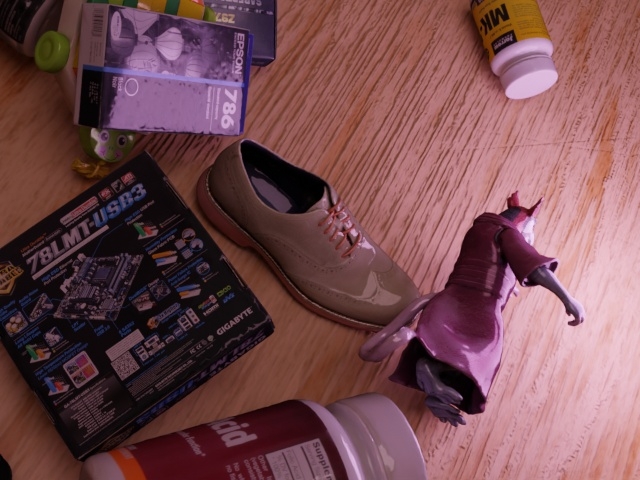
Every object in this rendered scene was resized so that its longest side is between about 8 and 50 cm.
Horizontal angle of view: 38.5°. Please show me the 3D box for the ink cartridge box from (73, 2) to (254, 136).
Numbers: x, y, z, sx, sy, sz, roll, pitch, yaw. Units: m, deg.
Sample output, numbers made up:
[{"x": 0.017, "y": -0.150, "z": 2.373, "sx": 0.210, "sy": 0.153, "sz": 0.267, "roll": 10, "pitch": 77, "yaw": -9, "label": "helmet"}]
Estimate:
[{"x": -0.196, "y": -0.235, "z": 1.315, "sx": 0.332, "sy": 0.065, "sz": 0.166, "roll": -7, "pitch": 106, "yaw": -52, "label": "ink cartridge box"}]

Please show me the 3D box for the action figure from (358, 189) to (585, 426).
[{"x": 0.221, "y": 0.075, "z": 1.361, "sx": 0.275, "sy": 0.248, "sz": 0.370, "roll": 28, "pitch": 71, "yaw": -14, "label": "action figure"}]

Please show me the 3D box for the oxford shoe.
[{"x": 0.000, "y": 0.000, "z": 1.355, "sx": 0.397, "sy": 0.146, "sz": 0.140, "roll": 34, "pitch": 56, "yaw": -9, "label": "oxford shoe"}]

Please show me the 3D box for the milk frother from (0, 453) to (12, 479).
[{"x": -0.454, "y": 0.262, "z": 1.058, "sx": 0.129, "sy": 0.135, "sz": 0.143, "roll": 23, "pitch": 52, "yaw": 25, "label": "milk frother"}]

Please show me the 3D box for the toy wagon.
[{"x": -0.276, "y": -0.254, "z": 1.312, "sx": 0.267, "sy": 0.068, "sz": 0.345, "roll": 11, "pitch": 91, "yaw": -52, "label": "toy wagon"}]

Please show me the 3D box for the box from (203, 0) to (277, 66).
[{"x": -0.187, "y": -0.385, "z": 1.480, "sx": 0.232, "sy": 0.059, "sz": 0.184, "roll": 3, "pitch": 86, "yaw": -21, "label": "box"}]

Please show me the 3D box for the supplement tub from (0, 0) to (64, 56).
[{"x": -0.482, "y": -0.436, "z": 1.332, "sx": 0.316, "sy": 0.193, "sz": 0.193, "roll": 42, "pitch": 58, "yaw": -1, "label": "supplement tub"}]

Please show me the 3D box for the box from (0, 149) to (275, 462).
[{"x": -0.260, "y": 0.080, "z": 1.180, "sx": 0.295, "sy": 0.073, "sz": 0.293, "roll": -36, "pitch": 73, "yaw": -10, "label": "box"}]

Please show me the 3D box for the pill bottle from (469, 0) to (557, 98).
[{"x": 0.359, "y": -0.376, "z": 1.693, "sx": 0.119, "sy": 0.119, "sz": 0.209, "roll": -5, "pitch": 68, "yaw": -24, "label": "pill bottle"}]

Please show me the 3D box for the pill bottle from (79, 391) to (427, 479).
[{"x": -0.079, "y": 0.325, "z": 1.133, "sx": 0.392, "sy": 0.224, "sz": 0.224, "roll": -11, "pitch": 71, "yaw": -26, "label": "pill bottle"}]
